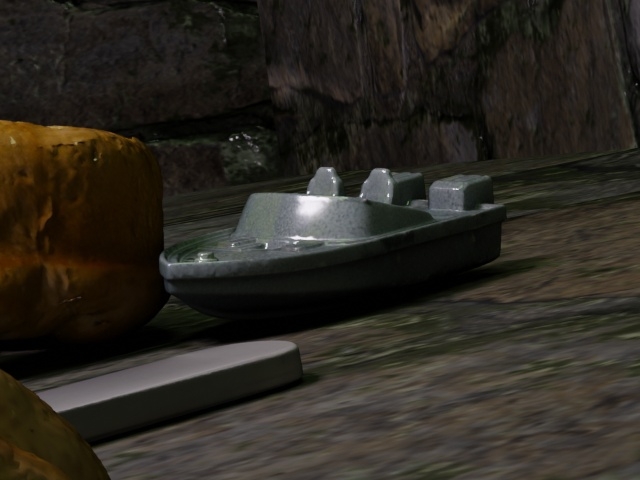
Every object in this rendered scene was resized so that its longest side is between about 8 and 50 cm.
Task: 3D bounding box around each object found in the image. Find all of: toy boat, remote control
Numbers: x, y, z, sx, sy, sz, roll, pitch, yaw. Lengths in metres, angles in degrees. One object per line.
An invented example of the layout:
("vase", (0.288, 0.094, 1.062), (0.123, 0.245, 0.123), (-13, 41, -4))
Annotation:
("toy boat", (0.000, 0.000, 1.313), (0.141, 0.092, 0.319), (4, 11, 37))
("remote control", (-0.110, 0.084, 0.950), (0.245, 0.022, 0.077), (-13, 4, -42))

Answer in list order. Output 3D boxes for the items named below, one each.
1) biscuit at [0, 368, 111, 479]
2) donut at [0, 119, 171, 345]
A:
("biscuit", (-0.198, 0.090, 0.389), (0.325, 0.107, 0.326), (-17, 4, 1))
("donut", (-0.264, -0.003, 1.293), (0.317, 0.150, 0.299), (0, -1, -30))
